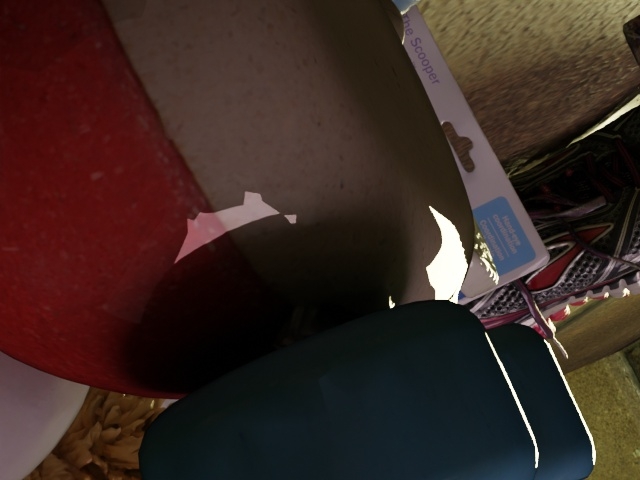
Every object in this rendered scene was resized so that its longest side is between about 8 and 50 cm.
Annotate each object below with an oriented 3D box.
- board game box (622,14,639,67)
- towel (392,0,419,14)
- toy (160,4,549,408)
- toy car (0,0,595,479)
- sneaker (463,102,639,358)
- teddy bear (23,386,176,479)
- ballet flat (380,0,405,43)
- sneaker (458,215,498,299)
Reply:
[{"bbox_3d":[0.260,-0.001,0.710,0.141,0.232,0.291,-29,169,18],"label":"board game box"},{"bbox_3d":[0.026,-0.103,0.676,0.119,0.029,0.067,-34,167,33],"label":"towel"},{"bbox_3d":[-0.033,0.013,0.781,0.237,0.137,0.056,-26,-163,13],"label":"toy"},{"bbox_3d":[-0.091,0.003,0.422,0.238,0.219,0.210,-26,169,10],"label":"toy car"},{"bbox_3d":[0.162,-0.008,1.212,0.299,0.121,0.112,-39,134,22],"label":"sneaker"},{"bbox_3d":[-0.208,0.122,0.647,0.338,0.245,0.113,-21,135,-15],"label":"teddy bear"},{"bbox_3d":[-0.041,-0.034,0.671,0.086,0.086,0.248,-19,167,-31],"label":"ballet flat"},{"bbox_3d":[0.000,-0.001,0.601,0.085,0.058,0.152,-30,156,16],"label":"sneaker"}]
